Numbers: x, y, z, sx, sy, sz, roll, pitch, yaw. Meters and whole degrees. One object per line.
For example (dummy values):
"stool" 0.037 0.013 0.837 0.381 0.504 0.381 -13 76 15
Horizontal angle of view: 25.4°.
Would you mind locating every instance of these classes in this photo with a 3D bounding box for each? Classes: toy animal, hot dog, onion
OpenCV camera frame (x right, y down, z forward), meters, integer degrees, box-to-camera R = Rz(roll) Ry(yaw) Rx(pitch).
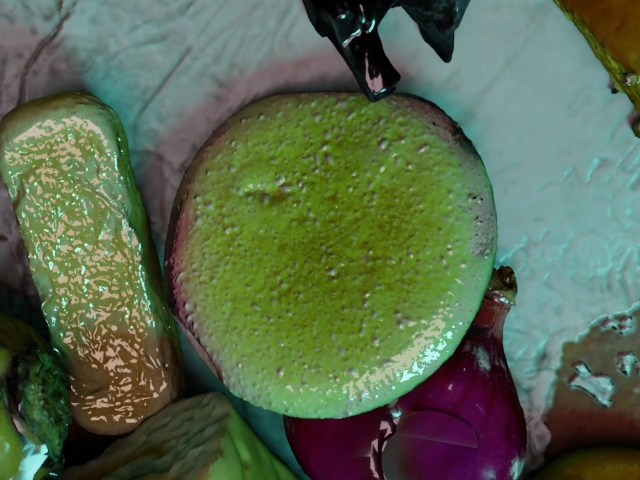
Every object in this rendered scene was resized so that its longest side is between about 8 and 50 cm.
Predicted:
"toy animal" 0.088 -0.183 0.881 0.210 0.121 0.117 -40 120 7
"hot dog" -0.150 0.014 0.960 0.084 0.073 0.242 -10 111 6
"onion" 0.072 0.106 0.946 0.173 0.135 0.198 26 104 -10

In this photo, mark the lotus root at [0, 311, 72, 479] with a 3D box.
"lotus root" -0.334 0.159 0.943 0.397 0.196 0.179 -21 115 19

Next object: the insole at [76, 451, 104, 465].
"insole" -0.117 0.189 1.050 0.135 0.002 0.045 20 108 -3

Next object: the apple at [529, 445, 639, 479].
"apple" 0.203 0.245 0.983 0.195 0.160 0.173 10 129 6

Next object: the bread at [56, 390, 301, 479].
"bread" -0.087 0.311 0.960 0.300 0.210 0.341 -28 118 17

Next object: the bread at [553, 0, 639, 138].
"bread" 0.285 -0.096 0.849 0.194 0.179 0.340 -38 101 14

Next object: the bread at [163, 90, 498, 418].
"bread" 0.000 0.000 0.910 0.228 0.033 0.228 -5 75 19
